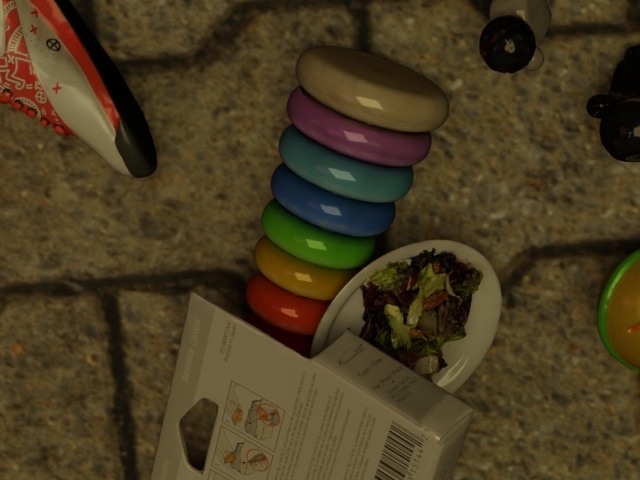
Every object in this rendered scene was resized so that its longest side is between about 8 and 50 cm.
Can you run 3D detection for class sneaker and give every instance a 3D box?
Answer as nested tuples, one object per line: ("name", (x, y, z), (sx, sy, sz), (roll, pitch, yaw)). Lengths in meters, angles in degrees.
("sneaker", (-0.268, -0.144, 1.561), (0.145, 0.090, 0.270), (-32, 96, 8))

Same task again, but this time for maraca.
("maraca", (0.329, 0.065, 1.591), (0.186, 0.099, 0.127), (15, 105, -28))

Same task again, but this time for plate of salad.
("plate of salad", (0.083, 0.091, 1.579), (0.200, 0.048, 0.200), (-15, 126, -22))

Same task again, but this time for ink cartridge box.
("ink cartridge box", (-0.020, 0.205, 1.575), (0.261, 0.066, 0.296), (30, 128, 20))

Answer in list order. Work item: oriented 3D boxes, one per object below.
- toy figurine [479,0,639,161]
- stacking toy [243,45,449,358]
("toy figurine", (0.250, -0.195, 1.474), (0.209, 0.148, 0.213), (31, 131, -5))
("stacking toy", (0.000, 0.000, 1.573), (0.141, 0.141, 0.330), (18, 108, -3))
